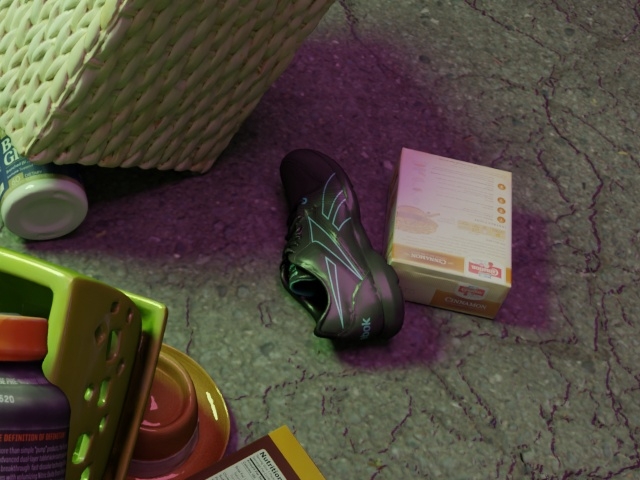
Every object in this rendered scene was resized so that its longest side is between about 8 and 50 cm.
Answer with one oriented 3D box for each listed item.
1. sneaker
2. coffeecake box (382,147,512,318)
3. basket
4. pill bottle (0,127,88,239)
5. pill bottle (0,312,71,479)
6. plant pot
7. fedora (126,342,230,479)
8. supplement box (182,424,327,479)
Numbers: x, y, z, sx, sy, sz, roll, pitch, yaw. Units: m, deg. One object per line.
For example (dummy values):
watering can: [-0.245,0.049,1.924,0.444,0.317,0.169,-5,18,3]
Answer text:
sneaker: [0.000,0.000,1.279,0.106,0.101,0.267,-13,55,-21]
coffeecake box: [0.151,-0.011,1.347,0.142,0.068,0.185,13,49,-4]
basket: [-0.202,-0.279,1.246,0.266,0.331,0.328,51,26,23]
pill bottle: [-0.323,-0.092,1.273,0.094,0.094,0.169,-7,53,-20]
pill bottle: [-0.242,0.171,0.777,0.130,0.130,0.246,5,84,-10]
plant pot: [-0.270,0.121,0.978,0.227,0.207,0.228,14,88,23]
fedora: [-0.179,0.159,1.111,0.194,0.079,0.194,7,49,-8]
supplement box: [-0.085,0.291,0.949,0.194,0.191,0.129,-24,60,-29]
